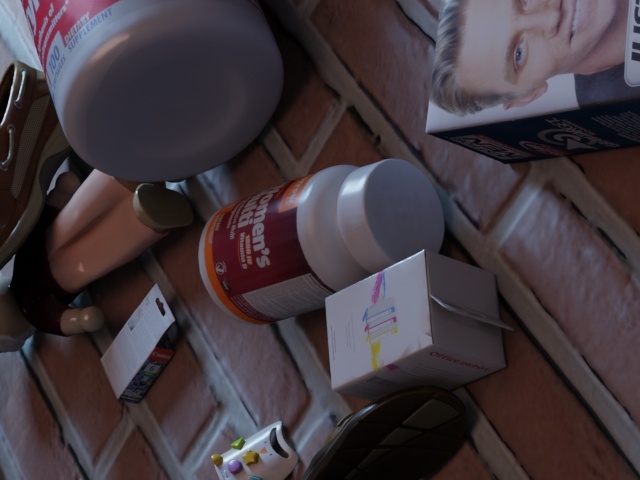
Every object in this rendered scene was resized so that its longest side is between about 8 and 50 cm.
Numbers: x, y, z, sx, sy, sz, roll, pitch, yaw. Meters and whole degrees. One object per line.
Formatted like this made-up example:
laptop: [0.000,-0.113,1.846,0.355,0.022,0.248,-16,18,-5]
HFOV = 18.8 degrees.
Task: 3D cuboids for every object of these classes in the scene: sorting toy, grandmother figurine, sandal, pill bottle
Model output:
sorting toy: [-0.057,0.209,1.820,0.075,0.045,0.083,-38,48,11]
grandmother figurine: [-0.279,0.016,2.097,0.342,0.104,0.208,-38,37,33]
sandal: [0.042,0.188,1.686,0.219,0.090,0.060,-51,22,36]
pill bottle: [0.000,0.000,1.752,0.221,0.121,0.121,-19,64,45]
pill bottle: [-0.200,-0.275,1.998,0.229,0.229,0.408,-48,46,28]

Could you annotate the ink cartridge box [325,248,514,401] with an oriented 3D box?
ink cartridge box: [0.087,0.075,1.647,0.143,0.092,0.090,-28,57,40]

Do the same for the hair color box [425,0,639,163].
hair color box: [0.245,-0.171,1.536,0.347,0.105,0.174,-7,72,49]

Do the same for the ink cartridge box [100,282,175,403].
ink cartridge box: [-0.181,0.107,2.002,0.115,0.029,0.063,-53,43,22]

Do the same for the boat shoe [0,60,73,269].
boat shoe: [-0.362,-0.069,2.110,0.122,0.120,0.324,-36,24,43]
